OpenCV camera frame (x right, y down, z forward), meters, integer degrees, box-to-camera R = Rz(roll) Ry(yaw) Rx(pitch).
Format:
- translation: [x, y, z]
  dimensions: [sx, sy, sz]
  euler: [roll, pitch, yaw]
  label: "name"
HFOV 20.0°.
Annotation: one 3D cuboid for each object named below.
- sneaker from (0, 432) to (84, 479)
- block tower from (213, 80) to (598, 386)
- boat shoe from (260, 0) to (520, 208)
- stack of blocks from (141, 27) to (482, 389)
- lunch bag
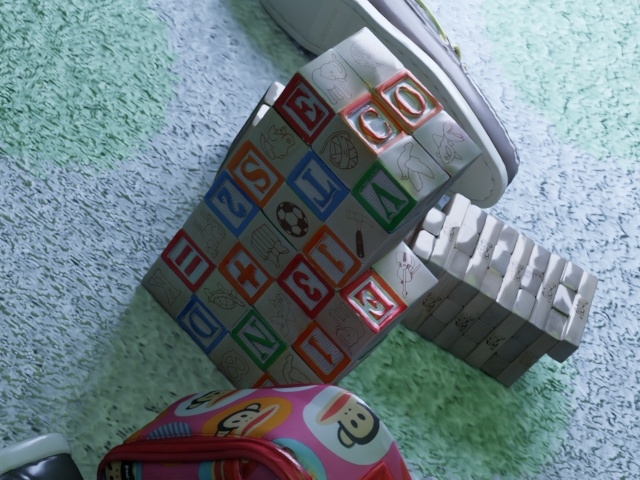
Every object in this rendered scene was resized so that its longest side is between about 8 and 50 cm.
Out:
- translation: [-0.246, 0.242, 1.201]
  dimensions: [0.296, 0.104, 0.147]
  euler: [-23, 68, -44]
  label: "sneaker"
- translation: [0.071, 0.002, 1.567]
  dimensions: [0.335, 0.097, 0.091]
  euler: [30, 49, -7]
  label: "block tower"
- translation: [0.076, -0.170, 1.674]
  dimensions: [0.324, 0.116, 0.097]
  euler: [47, 51, 13]
  label: "boat shoe"
- translation: [0.000, 0.000, 1.386]
  dimensions: [0.171, 0.297, 0.087]
  euler: [47, 48, 7]
  label: "stack of blocks"
- translation: [0.000, 0.239, 1.206]
  dimensions: [0.120, 0.258, 0.293]
  euler: [-35, 107, -41]
  label: "lunch bag"
